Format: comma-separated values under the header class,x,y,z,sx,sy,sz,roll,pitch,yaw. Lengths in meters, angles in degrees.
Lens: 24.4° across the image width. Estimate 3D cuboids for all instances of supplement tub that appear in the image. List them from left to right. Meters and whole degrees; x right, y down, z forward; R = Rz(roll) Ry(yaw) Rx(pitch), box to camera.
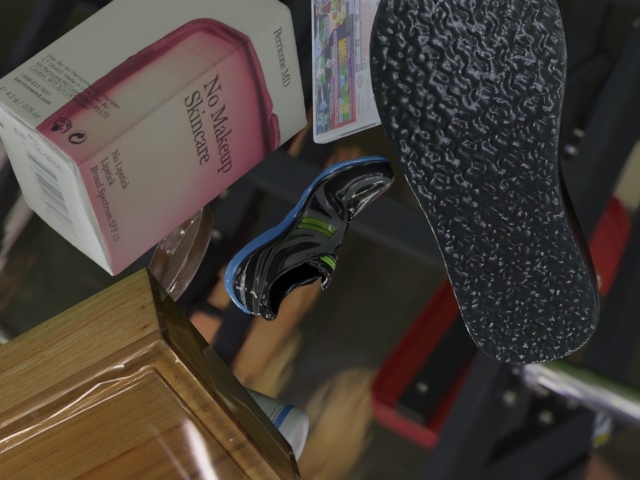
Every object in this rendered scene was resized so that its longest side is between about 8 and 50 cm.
class,x,y,z,sx,sy,sz,roll,pitch,yaw
supplement tub,-0.069,0.148,1.159,0.107,0.071,0.071,21,164,13

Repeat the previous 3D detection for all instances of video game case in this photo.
class,x,y,z,sx,sy,sz,roll,pitch,yaw
video game case,0.045,-0.235,1.845,0.023,0.201,0.183,4,171,-31

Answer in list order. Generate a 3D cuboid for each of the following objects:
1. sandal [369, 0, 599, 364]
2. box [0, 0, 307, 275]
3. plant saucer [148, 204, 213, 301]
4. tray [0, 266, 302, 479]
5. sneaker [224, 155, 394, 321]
class,x,y,z,sx,sy,sz,roll,pitch,yaw
sandal,0.147,-0.086,1.319,0.167,0.107,0.446,-8,124,10
box,-0.140,-0.110,1.244,0.127,0.232,0.148,36,154,30
plant saucer,-0.182,0.019,1.917,0.029,0.168,0.168,27,168,-20
tray,-0.234,0.197,0.963,0.203,0.411,0.076,56,-172,-40
sneaker,0.000,0.000,1.328,0.078,0.188,0.067,44,176,31
